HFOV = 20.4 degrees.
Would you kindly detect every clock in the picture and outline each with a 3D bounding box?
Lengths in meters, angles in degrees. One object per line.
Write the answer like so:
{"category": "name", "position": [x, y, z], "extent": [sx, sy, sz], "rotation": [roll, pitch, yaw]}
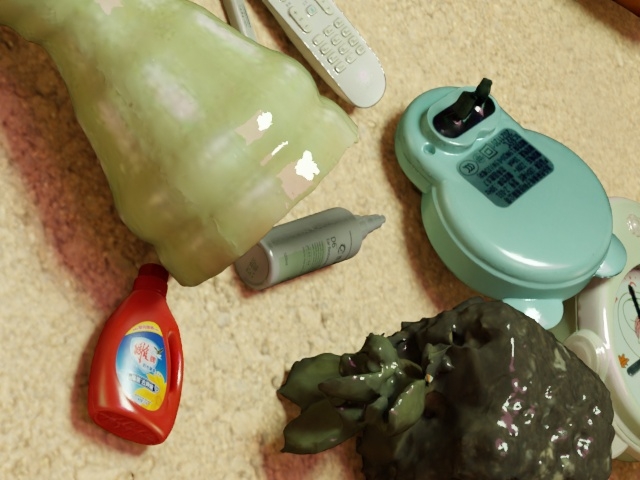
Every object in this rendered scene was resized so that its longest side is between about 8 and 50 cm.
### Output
{"category": "clock", "position": [0.366, 0.131, 2.048], "extent": [0.265, 0.109, 0.324], "rotation": [32, 55, -30]}

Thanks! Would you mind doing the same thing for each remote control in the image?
{"category": "remote control", "position": [-0.015, -0.232, 1.900], "extent": [0.229, 0.044, 0.073], "rotation": [49, 53, -5]}

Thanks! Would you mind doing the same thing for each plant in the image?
{"category": "plant", "position": [0.120, 0.164, 1.739], "extent": [0.312, 0.215, 0.213], "rotation": [26, 60, -29]}

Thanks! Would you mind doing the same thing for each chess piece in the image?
{"category": "chess piece", "position": [-0.189, -0.189, 1.616], "extent": [0.442, 0.234, 0.234], "rotation": [48, 48, -10]}

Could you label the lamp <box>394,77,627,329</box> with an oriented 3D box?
{"category": "lamp", "position": [0.196, -0.046, 1.936], "extent": [0.209, 0.147, 0.284], "rotation": [-35, 93, -38]}

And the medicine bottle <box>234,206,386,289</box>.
{"category": "medicine bottle", "position": [0.000, 0.000, 1.806], "extent": [0.199, 0.058, 0.057], "rotation": [-18, 86, -45]}

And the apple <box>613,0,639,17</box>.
{"category": "apple", "position": [0.437, -0.463, 2.239], "extent": [0.329, 0.295, 0.364], "rotation": [9, 67, -11]}

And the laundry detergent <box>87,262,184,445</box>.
{"category": "laundry detergent", "position": [-0.160, 0.099, 1.627], "extent": [0.097, 0.049, 0.165], "rotation": [34, 52, -35]}

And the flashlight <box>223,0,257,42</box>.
{"category": "flashlight", "position": [-0.088, -0.241, 1.851], "extent": [0.018, 0.018, 0.083], "rotation": [-13, 82, -45]}
